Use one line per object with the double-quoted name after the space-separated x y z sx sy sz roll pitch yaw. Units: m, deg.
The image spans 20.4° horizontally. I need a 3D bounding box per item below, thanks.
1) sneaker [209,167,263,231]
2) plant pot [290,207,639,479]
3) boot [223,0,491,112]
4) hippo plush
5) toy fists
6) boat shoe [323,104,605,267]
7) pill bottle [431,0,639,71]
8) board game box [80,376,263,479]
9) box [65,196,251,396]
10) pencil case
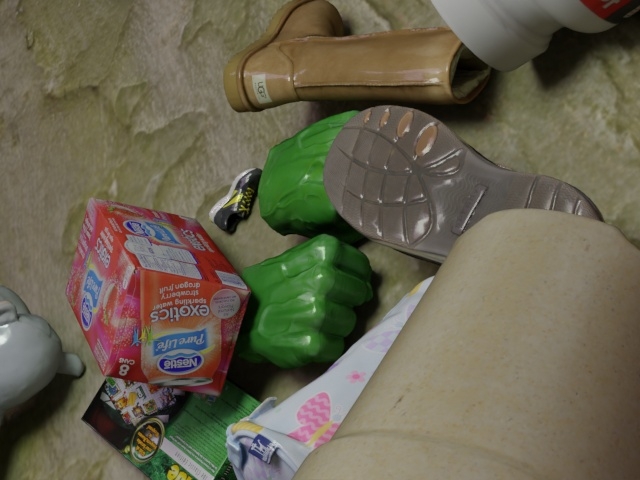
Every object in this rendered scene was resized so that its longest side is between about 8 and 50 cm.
-0.088 -0.044 1.996 0.083 0.031 0.035 -51 51 12 "sneaker"
0.158 0.156 1.388 0.334 0.334 0.305 -5 48 44 "plant pot"
0.062 -0.198 1.894 0.270 0.089 0.236 -1 31 29 "boot"
-0.422 0.157 2.030 0.236 0.234 0.294 -52 37 5 "hippo plush"
0.000 0.000 1.817 0.142 0.096 0.279 -20 50 52 "toy fists"
0.139 -0.016 1.650 0.355 0.130 0.132 33 87 46 "boat shoe"
0.276 -0.325 1.667 0.363 0.210 0.210 -34 43 26 "pill bottle"
-0.156 0.187 1.896 0.136 0.030 0.260 -55 38 -4 "board game box"
-0.176 0.055 1.863 0.257 0.128 0.122 -134 59 -65 "box"
0.046 0.141 1.556 0.273 0.113 0.124 -35 43 -29 "pencil case"
